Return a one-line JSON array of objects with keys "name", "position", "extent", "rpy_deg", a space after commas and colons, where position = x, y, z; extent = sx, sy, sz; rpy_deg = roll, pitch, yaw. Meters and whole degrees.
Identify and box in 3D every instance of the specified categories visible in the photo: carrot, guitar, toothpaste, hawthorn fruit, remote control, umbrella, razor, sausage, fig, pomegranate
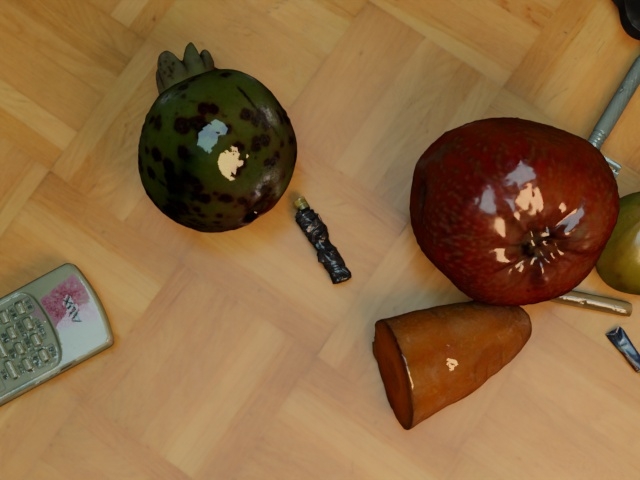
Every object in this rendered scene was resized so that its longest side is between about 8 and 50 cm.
[{"name": "carrot", "position": [0.196, 0.156, 1.743], "extent": [0.225, 0.159, 0.159], "rpy_deg": [-19, 79, -15]}, {"name": "guitar", "position": [0.456, -0.406, 1.871], "extent": [0.088, 0.025, 0.233], "rpy_deg": [-21, 73, -25]}, {"name": "toothpaste", "position": [0.450, 0.164, 1.780], "extent": [0.027, 0.019, 0.083], "rpy_deg": [-38, 79, 20]}, {"name": "hawthorn fruit", "position": [0.255, -0.046, 1.707], "extent": [0.275, 0.299, 0.276], "rpy_deg": [-7, 105, -28]}, {"name": "remote control", "position": [-0.479, 0.169, 1.801], "extent": [0.344, 0.050, 0.145], "rpy_deg": [-29, 80, -3]}, {"name": "umbrella", "position": [0.000, 0.000, 1.818], "extent": [0.037, 0.040, 0.144], "rpy_deg": [-31, 79, 5]}, {"name": "razor", "position": [0.444, -0.206, 1.830], "extent": [0.106, 0.068, 0.232], "rpy_deg": [31, 78, 7]}, {"name": "sausage", "position": [0.391, 0.089, 1.793], "extent": [0.132, 0.024, 0.024], "rpy_deg": [11, 80, 3]}, {"name": "fig", "position": [0.461, 0.004, 1.762], "extent": [0.135, 0.121, 0.153], "rpy_deg": [-6, 103, -4]}, {"name": "pomegranate", "position": [-0.155, -0.166, 1.756], "extent": [0.242, 0.242, 0.306], "rpy_deg": [-12, 75, 0]}]
